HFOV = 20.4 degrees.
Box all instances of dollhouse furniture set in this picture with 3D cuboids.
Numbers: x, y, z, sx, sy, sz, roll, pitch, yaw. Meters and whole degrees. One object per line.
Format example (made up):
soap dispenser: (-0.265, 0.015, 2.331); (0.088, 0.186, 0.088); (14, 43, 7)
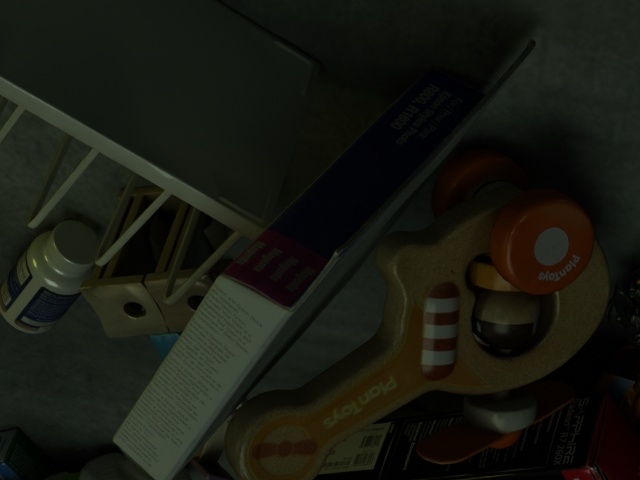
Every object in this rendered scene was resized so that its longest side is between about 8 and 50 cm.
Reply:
dollhouse furniture set: (-0.107, 0.056, 1.616); (0.128, 0.129, 0.184); (-6, 132, 22)
dollhouse furniture set: (-0.078, 0.203, 1.851); (0.114, 0.091, 0.081); (19, 100, -36)

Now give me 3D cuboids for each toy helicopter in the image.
toy helicopter: (0.086, 0.104, 1.461); (0.355, 0.140, 0.235); (-32, 119, -9)

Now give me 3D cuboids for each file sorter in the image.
file sorter: (-0.176, -0.103, 1.427); (0.277, 0.193, 0.173); (30, 138, -15)

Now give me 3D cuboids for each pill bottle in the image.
pill bottle: (-0.254, 0.032, 1.681); (0.067, 0.067, 0.120); (30, 136, -15)

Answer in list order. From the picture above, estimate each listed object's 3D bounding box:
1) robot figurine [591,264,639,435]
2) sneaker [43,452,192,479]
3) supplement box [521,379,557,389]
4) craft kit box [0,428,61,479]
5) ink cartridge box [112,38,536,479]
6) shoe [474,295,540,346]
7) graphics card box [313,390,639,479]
robot figurine: (0.344, 0.117, 1.579); (0.211, 0.085, 0.291); (11, 138, -3)
sneaker: (-0.250, 0.306, 1.920); (0.240, 0.091, 0.126); (-11, 135, -1)
supplement box: (0.257, 0.240, 1.741); (0.080, 0.078, 0.233); (-20, 127, 30)
craft kit box: (-0.372, 0.329, 2.038); (0.246, 0.061, 0.250); (-17, 128, 27)
ink cartridge box: (0.000, 0.000, 1.386); (0.071, 0.324, 0.330); (39, 135, 5)
shoe: (0.128, 0.077, 1.620); (0.219, 0.076, 0.058); (-31, 101, 31)
graphics card box: (0.155, 0.262, 1.670); (0.370, 0.094, 0.233); (-13, 131, 36)
